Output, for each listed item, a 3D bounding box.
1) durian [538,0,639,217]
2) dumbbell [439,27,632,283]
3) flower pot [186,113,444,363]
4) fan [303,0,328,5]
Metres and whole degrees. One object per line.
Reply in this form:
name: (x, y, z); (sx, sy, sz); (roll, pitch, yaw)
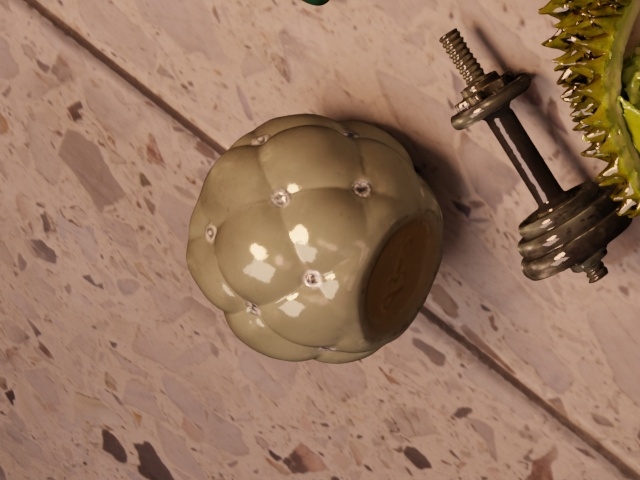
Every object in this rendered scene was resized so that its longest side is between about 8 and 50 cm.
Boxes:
durian: (0.280, -0.118, 1.383); (0.169, 0.157, 0.355); (-25, 110, 19)
dumbbell: (0.179, -0.074, 1.526); (0.254, 0.110, 0.110); (58, 146, -5)
flower pot: (0.000, 0.000, 1.678); (0.195, 0.246, 0.246); (24, 141, 32)
fan: (-0.012, -0.279, 1.573); (0.082, 0.039, 0.155); (26, 143, 29)
